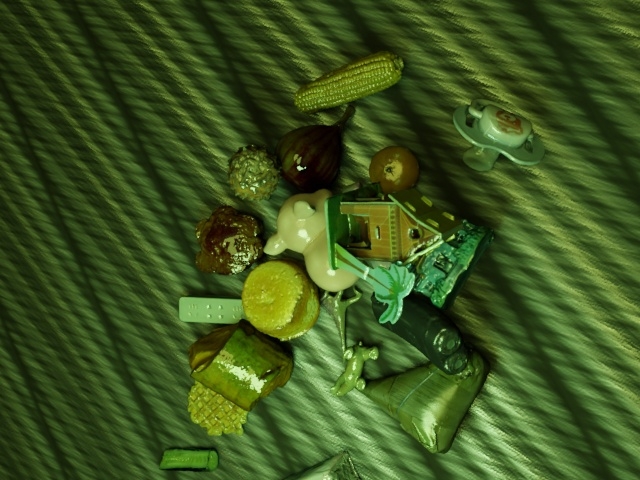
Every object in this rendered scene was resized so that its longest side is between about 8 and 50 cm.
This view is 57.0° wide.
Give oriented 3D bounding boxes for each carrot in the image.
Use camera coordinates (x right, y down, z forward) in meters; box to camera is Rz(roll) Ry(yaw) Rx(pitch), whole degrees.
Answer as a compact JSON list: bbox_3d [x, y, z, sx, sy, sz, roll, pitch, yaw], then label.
[{"bbox_3d":[-0.262,0.383,1.873,0.341,0.241,0.241,33,100,3],"label":"carrot"}]

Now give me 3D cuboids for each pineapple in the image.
[{"bbox_3d":[-0.200,-0.186,1.816,0.175,0.361,0.175,0,82,-3],"label":"pineapple"}]

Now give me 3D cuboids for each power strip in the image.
[{"bbox_3d":[-0.302,0.237,2.002,0.385,0.062,0.091,0,92,20],"label":"power strip"}]

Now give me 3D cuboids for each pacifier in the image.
[{"bbox_3d":[0.492,-0.281,1.691,0.279,0.227,0.207,23,132,-1],"label":"pacifier"}]

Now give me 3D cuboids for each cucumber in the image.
[{"bbox_3d":[-0.459,0.771,2.063,0.211,0.062,0.078,-11,53,25],"label":"cucumber"}]

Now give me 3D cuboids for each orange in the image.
[{"bbox_3d":[0.222,-0.211,1.787,0.156,0.124,0.156,-1,87,21],"label":"orange"}]

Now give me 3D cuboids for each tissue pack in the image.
[{"bbox_3d":[-0.032,0.784,1.839,0.271,0.201,0.124,-32,83,18],"label":"tissue pack"}]

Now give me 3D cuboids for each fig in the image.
[{"bbox_3d":[-0.001,-0.310,1.843,0.217,0.217,0.320,34,82,16],"label":"fig"}]

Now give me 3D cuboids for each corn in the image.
[{"bbox_3d":[0.087,-0.490,1.835,0.363,0.120,0.120,-16,85,18],"label":"corn"}]

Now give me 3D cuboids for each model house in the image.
[{"bbox_3d":[0.333,0.028,1.699,0.241,0.226,0.261,33,98,22],"label":"model house"},{"bbox_3d":[0.225,0.023,1.591,0.324,0.300,0.340,3,103,35],"label":"model house"}]

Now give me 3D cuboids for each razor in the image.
[{"bbox_3d":[0.280,0.243,1.681,0.107,0.189,0.327,-36,35,-16],"label":"razor"}]

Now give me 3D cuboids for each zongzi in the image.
[{"bbox_3d":[0.299,0.410,1.777,0.360,0.160,0.323,26,81,44],"label":"zongzi"}]

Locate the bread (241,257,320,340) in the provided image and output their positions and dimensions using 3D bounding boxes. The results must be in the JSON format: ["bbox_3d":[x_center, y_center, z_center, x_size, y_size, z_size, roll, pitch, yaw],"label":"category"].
[{"bbox_3d":[-0.130,0.177,1.846,0.269,0.146,0.268,-5,73,17],"label":"bread"}]

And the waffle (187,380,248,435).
[{"bbox_3d":[-0.353,0.555,2.022,0.238,0.059,0.243,3,92,20],"label":"waffle"}]

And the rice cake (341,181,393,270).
[{"bbox_3d":[0.159,-0.013,1.846,0.073,0.056,0.364,-25,82,19],"label":"rice cake"}]

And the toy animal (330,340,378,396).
[{"bbox_3d":[0.100,0.411,1.850,0.103,0.101,0.218,20,95,-1],"label":"toy animal"}]

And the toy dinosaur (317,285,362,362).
[{"bbox_3d":[0.050,0.231,1.887,0.251,0.072,0.199,42,111,5],"label":"toy dinosaur"}]

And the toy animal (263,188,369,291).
[{"bbox_3d":[0.000,0.000,1.770,0.237,0.269,0.326,-46,47,36],"label":"toy animal"}]

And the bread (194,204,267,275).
[{"bbox_3d":[-0.294,-0.002,1.959,0.247,0.135,0.232,-3,89,19],"label":"bread"}]
